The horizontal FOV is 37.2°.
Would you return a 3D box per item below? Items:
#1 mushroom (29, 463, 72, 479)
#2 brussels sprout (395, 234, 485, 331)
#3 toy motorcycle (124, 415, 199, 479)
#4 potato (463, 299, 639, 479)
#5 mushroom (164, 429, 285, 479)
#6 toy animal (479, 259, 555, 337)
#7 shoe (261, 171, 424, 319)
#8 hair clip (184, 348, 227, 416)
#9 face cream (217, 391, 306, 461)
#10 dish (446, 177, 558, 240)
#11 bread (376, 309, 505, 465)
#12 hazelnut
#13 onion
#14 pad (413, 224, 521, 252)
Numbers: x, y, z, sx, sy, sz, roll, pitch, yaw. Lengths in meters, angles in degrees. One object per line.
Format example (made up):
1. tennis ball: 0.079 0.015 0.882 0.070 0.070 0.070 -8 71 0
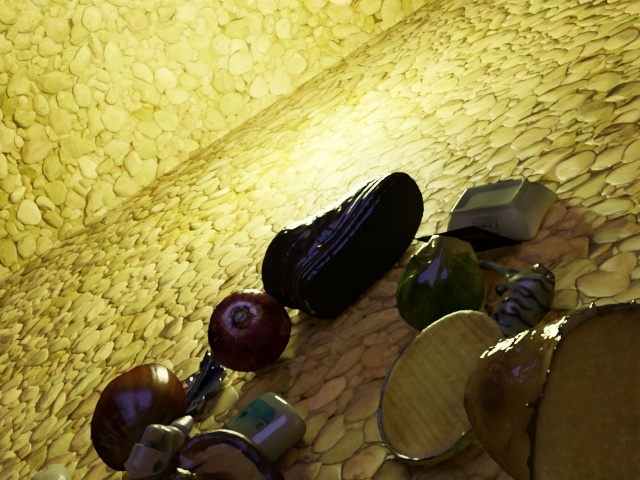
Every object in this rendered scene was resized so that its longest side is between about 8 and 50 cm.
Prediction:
1. mushroom: -0.519 0.510 1.856 0.097 0.088 0.212 -7 16 -29
2. brussels sprout: 0.219 0.082 1.710 0.180 0.144 0.161 -69 16 3
3. toy motorcycle: -0.288 0.385 1.702 0.073 0.152 0.225 14 24 18
4. potato: 0.337 0.200 1.219 0.237 0.289 0.301 -161 90 -82
5. mushroom: -0.151 0.418 1.490 0.138 0.194 0.231 114 162 -53
6. toy animal: 0.292 0.143 1.563 0.170 0.090 0.255 -6 53 43
7. shoe: 0.042 0.000 2.066 0.384 0.171 0.237 -48 31 -18
8. hair clip: -0.257 0.302 1.995 0.124 0.052 0.195 -19 31 42
9. face cream: -0.182 0.401 1.653 0.337 0.080 0.163 -38 20 -15
10. dish: 0.353 -0.063 1.921 0.212 0.077 0.151 -7 33 44
11. bread: 0.193 0.229 1.483 0.267 0.040 0.267 -38 32 29
12. hazelnut: -0.352 0.350 1.865 0.181 0.181 0.212 40 98 33
13. onion: -0.147 0.188 1.962 0.177 0.153 0.177 -11 32 7
14. pad: 0.281 0.001 1.800 0.127 0.190 0.004 -14 72 37
